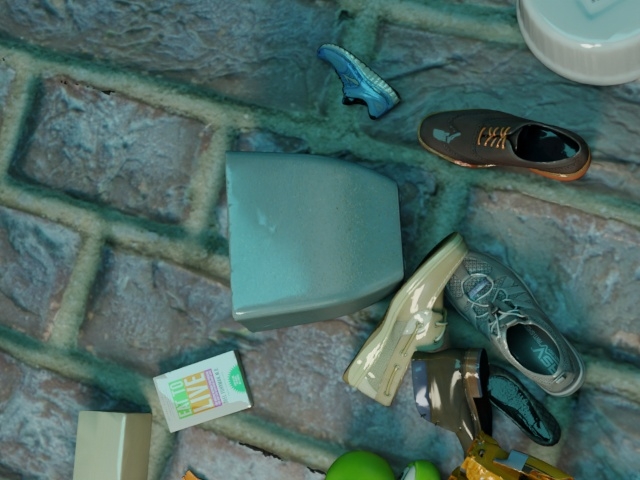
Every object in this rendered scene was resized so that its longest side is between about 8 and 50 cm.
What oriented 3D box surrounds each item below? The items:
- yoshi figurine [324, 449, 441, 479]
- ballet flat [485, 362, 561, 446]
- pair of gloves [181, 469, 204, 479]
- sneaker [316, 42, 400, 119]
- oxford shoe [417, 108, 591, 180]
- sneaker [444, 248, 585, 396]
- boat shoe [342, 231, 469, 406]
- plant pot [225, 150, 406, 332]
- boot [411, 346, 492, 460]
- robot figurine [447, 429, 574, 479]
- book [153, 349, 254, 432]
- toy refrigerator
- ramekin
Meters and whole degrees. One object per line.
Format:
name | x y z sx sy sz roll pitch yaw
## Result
yoshi figurine | 0.035 0.457 1.582 0.203 0.203 0.362 5 56 49
ballet flat | 0.288 0.239 1.622 0.173 0.049 0.057 40 94 18
pair of gloves | -0.210 0.421 1.760 0.074 0.010 0.083 43 97 16
sneaker | 0.049 -0.257 1.762 0.162 0.063 0.073 42 98 18
oxford shoe | 0.275 -0.159 1.661 0.271 0.098 0.097 10 84 17
sneaker | 0.280 0.109 1.608 0.281 0.115 0.105 44 95 20
boat shoe | 0.146 0.121 1.630 0.098 0.109 0.302 35 114 7
plant pot | 0.000 0.000 1.650 0.252 0.247 0.247 -4 80 3
boot | 0.194 0.251 1.606 0.106 0.082 0.219 3 114 20
robot figurine | 0.319 0.392 1.529 0.291 0.211 0.085 28 46 6
book | -0.189 0.246 1.772 0.144 0.035 0.096 -20 80 11
toy refrigerator | -0.343 0.410 1.753 0.094 0.102 0.269 1 82 16
ramekin | 0.426 -0.384 1.633 0.277 0.135 0.277 -2 81 15
